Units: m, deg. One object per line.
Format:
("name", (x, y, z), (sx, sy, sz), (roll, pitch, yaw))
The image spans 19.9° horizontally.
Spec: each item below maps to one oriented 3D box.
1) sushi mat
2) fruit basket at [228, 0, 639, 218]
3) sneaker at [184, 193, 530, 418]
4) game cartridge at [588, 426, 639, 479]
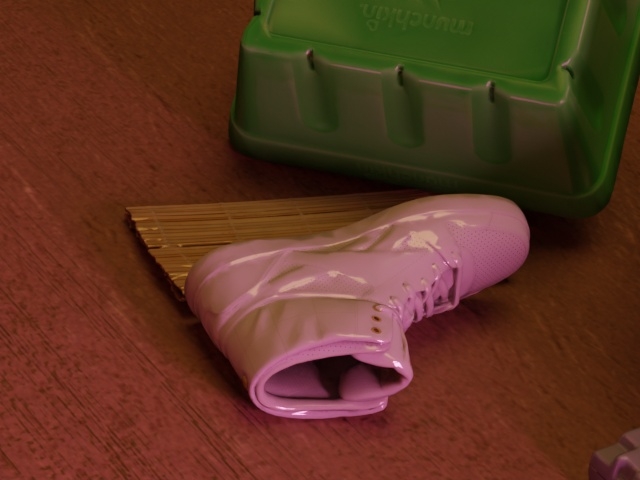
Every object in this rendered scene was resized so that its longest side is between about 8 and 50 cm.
("sushi mat", (0.000, 0.000, 1.573), (0.316, 0.019, 0.151), (-4, 32, -23))
("fruit basket", (0.119, -0.171, 1.720), (0.392, 0.392, 0.283), (14, 73, 6))
("sneaker", (0.058, 0.061, 1.431), (0.292, 0.108, 0.169), (-14, 40, -17))
("game cartridge", (0.356, 0.222, 1.303), (0.196, 0.060, 0.294), (-16, 41, -30))
